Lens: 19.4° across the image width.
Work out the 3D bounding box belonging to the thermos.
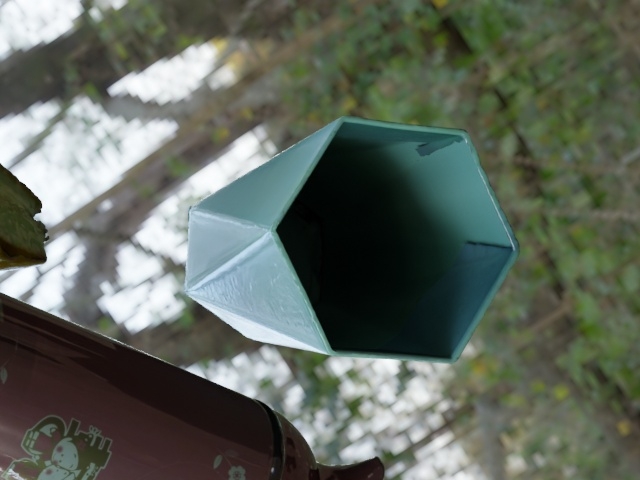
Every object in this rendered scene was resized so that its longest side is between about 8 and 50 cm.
[{"bbox_3d":[-0.113,0.128,1.039,0.330,0.136,0.109,26,166,-30],"label":"thermos"}]

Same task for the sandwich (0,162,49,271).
[{"bbox_3d":[-0.276,-0.043,1.129,0.244,0.088,0.090,35,-141,-42],"label":"sandwich"}]

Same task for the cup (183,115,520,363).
[{"bbox_3d":[0.000,0.000,1.126,0.134,0.148,0.235,39,166,-17],"label":"cup"}]
